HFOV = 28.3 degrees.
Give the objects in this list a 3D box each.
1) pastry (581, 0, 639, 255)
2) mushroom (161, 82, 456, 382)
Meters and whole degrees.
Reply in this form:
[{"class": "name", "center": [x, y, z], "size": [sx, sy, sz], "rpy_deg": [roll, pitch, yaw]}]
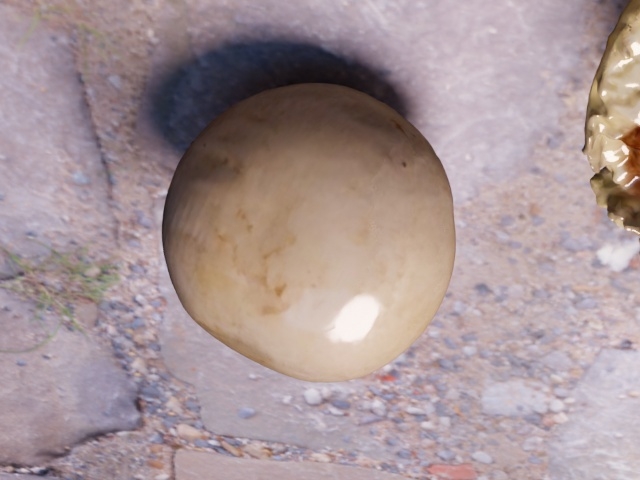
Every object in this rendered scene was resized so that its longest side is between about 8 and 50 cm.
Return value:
[{"class": "pastry", "center": [0.290, -0.090, 0.715], "size": [0.256, 0.170, 0.236], "rpy_deg": [13, 117, 16]}, {"class": "mushroom", "center": [0.007, -0.004, 0.882], "size": [0.209, 0.206, 0.206], "rpy_deg": [7, 151, -45]}]
